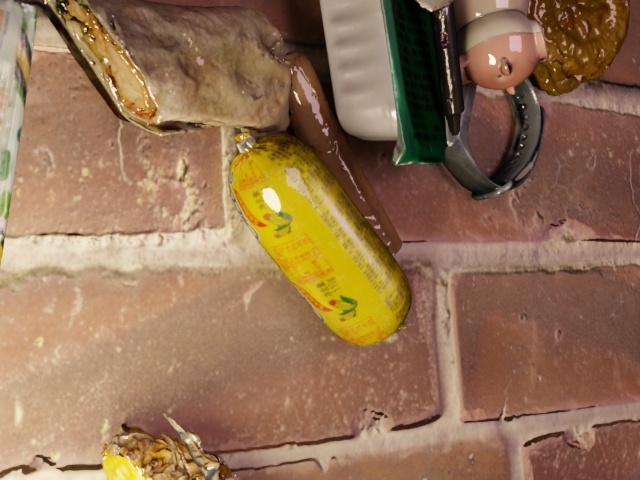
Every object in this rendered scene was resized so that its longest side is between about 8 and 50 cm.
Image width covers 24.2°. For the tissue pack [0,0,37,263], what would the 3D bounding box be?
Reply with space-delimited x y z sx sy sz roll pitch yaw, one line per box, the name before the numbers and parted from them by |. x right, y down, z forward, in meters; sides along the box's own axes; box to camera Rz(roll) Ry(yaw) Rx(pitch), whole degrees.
tissue pack | -0.385 -0.072 1.411 0.128 0.228 0.311 17 73 -39

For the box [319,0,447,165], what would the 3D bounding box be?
box | 0.072 -0.256 1.911 0.264 0.106 0.337 -8 88 -74

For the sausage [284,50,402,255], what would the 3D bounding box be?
sausage | 0.018 -0.103 1.908 0.066 0.065 0.301 -43 111 -38

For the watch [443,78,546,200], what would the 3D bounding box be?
watch | 0.241 -0.159 2.122 0.193 0.068 0.206 26 65 -37

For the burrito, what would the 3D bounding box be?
burrito | -0.165 -0.203 1.728 0.347 0.107 0.175 4 69 -45

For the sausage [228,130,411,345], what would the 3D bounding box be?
sausage | 0.000 0.000 1.834 0.347 0.123 0.123 52 53 -24

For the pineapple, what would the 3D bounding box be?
pineapple | -0.119 0.322 1.655 0.161 0.158 0.335 -26 101 -42

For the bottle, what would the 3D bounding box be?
bottle | 0.226 -0.312 2.033 0.147 0.147 0.237 3 65 -43

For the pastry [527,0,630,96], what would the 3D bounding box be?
pastry | 0.348 -0.334 2.215 0.240 0.132 0.235 28 74 -30

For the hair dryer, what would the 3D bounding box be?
hair dryer | 0.171 -0.262 1.954 0.114 0.070 0.248 -61 144 -64
